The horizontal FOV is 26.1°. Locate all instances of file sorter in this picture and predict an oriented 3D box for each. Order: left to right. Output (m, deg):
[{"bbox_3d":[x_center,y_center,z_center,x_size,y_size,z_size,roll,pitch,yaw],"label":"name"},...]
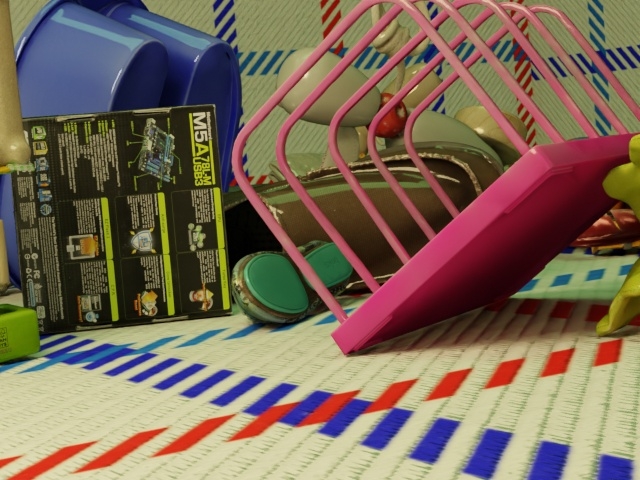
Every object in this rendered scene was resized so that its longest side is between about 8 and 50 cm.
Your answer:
[{"bbox_3d":[0.103,-0.067,1.046,0.202,0.182,0.290,-44,-16,27],"label":"file sorter"}]

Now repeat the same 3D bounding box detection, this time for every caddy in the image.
[{"bbox_3d":[-0.223,-0.092,1.436,0.179,0.341,0.241,18,15,29],"label":"caddy"}]

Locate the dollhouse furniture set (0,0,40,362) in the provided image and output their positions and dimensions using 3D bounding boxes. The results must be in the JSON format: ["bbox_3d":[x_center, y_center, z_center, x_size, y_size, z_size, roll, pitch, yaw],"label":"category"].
[{"bbox_3d":[-0.338,-0.050,1.031,0.151,0.301,0.197,3,11,41],"label":"dollhouse furniture set"}]

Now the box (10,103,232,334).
[{"bbox_3d":[-0.176,-0.020,1.219,0.184,0.191,0.045,-6,5,-12],"label":"box"}]

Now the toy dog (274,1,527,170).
[{"bbox_3d":[0.073,-0.099,1.451,0.161,0.334,0.220,-12,38,48],"label":"toy dog"}]

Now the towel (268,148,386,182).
[{"bbox_3d":[0.073,-0.074,2.127,0.282,0.049,0.187,-5,37,-33],"label":"towel"}]

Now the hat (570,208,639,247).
[{"bbox_3d":[0.294,0.023,1.170,0.183,0.173,0.208,-46,33,-2],"label":"hat"}]

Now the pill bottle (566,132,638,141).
[{"bbox_3d":[0.407,-0.078,1.810,0.124,0.124,0.221,-7,6,-31],"label":"pill bottle"}]

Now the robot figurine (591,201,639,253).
[{"bbox_3d":[0.343,-0.035,1.566,0.211,0.085,0.291,-5,4,1],"label":"robot figurine"}]

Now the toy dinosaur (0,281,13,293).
[{"bbox_3d":[-0.429,0.041,1.573,0.268,0.064,0.118,-7,-10,7],"label":"toy dinosaur"}]

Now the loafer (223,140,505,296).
[{"bbox_3d":[0.000,0.000,1.308,0.366,0.134,0.130,-14,5,19],"label":"loafer"}]

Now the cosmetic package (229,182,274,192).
[{"bbox_3d":[-0.074,-0.020,1.710,0.238,0.107,0.127,-2,7,-11],"label":"cosmetic package"}]

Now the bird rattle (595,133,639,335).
[{"bbox_3d":[0.311,0.017,0.970,0.253,0.143,0.207,9,5,-45],"label":"bird rattle"}]

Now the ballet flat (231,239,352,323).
[{"bbox_3d":[-0.036,0.043,1.181,0.070,0.070,0.188,-2,3,28],"label":"ballet flat"}]

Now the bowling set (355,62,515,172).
[{"bbox_3d":[0.165,-0.055,1.662,0.154,0.287,0.200,-41,-44,10],"label":"bowling set"}]
